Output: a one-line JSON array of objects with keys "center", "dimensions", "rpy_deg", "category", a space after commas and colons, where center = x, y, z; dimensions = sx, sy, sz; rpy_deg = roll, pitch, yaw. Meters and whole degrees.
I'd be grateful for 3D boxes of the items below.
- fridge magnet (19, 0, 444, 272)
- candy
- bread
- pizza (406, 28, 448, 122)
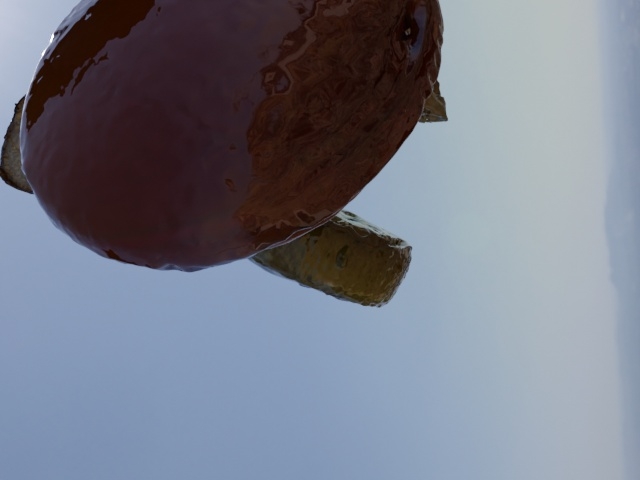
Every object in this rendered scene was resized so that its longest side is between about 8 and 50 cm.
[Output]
[{"center": [-0.075, -0.132, 0.715], "dimensions": [0.155, 0.363, 0.364], "rpy_deg": [56, -145, -52], "category": "fridge magnet"}, {"center": [0.000, 0.000, 1.191], "dimensions": [0.118, 0.259, 0.260], "rpy_deg": [-66, -16, 9], "category": "candy"}, {"center": [-0.331, -0.116, 1.095], "dimensions": [0.044, 0.129, 0.126], "rpy_deg": [7, -82, -74], "category": "bread"}, {"center": [0.078, -0.261, 1.221], "dimensions": [0.189, 0.071, 0.297], "rpy_deg": [-46, -64, -23], "category": "pizza"}]
